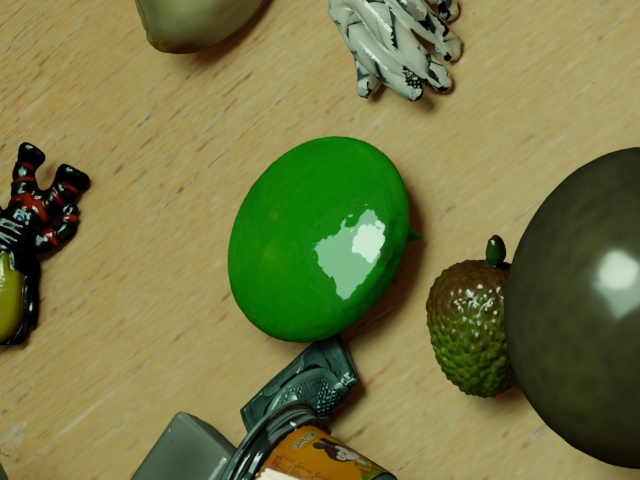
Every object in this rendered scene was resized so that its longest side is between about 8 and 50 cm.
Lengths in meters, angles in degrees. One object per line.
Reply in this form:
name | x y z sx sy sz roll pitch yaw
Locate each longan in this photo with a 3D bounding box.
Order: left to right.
longan | 0.265 0.053 1.524 0.258 0.258 0.258 -15 62 31

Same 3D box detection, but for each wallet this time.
wallet | -0.023 0.148 1.830 0.129 0.026 0.088 -44 36 15

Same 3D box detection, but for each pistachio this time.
pistachio | -0.117 -0.293 2.040 0.144 0.144 0.215 36 87 41

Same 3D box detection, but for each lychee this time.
lychee | 0.148 0.066 1.693 0.114 0.114 0.147 10 98 39

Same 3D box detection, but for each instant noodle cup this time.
instant noodle cup | -0.003 0.245 1.703 0.125 0.178 0.208 22 54 26

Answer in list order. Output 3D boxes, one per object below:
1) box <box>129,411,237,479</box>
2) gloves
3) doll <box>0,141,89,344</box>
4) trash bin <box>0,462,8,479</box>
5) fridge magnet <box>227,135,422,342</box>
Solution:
box | -0.165 0.290 1.867 0.103 0.055 0.244 38 94 40
gloves | 0.062 -0.229 1.894 0.127 0.111 0.212 -27 49 19
doll | -0.349 0.017 2.104 0.127 0.088 0.249 25 83 41
trash bin | -0.383 0.359 1.814 0.280 0.280 0.432 -52 38 7
fridge magnet | 0.000 0.000 1.848 0.208 0.088 0.208 -16 61 31
